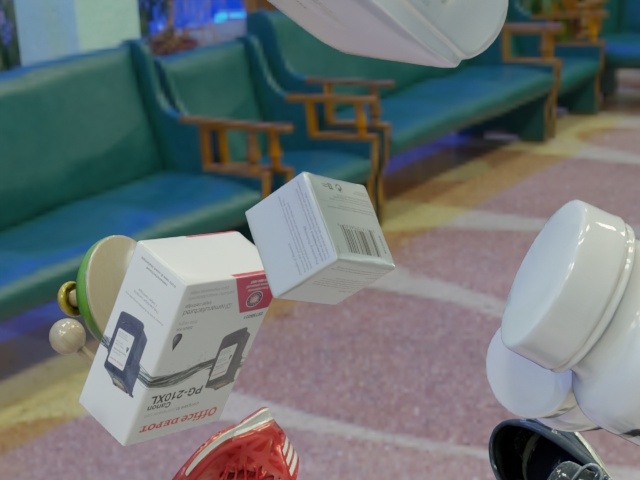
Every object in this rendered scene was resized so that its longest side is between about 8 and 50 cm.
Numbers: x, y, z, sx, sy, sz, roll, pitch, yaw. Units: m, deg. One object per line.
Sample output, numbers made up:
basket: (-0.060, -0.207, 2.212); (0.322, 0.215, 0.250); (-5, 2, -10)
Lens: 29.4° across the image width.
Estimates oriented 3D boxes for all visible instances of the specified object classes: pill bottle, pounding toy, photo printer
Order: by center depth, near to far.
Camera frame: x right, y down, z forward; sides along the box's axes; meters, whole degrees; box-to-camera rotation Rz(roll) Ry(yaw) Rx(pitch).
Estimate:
pill bottle: (0.312, 0.094, 0.963); (0.319, 0.176, 0.176); (26, 17, -6)
pill bottle: (0.255, 0.114, 1.137); (0.124, 0.124, 0.222); (15, 6, 42)
photo printer: (0.005, -0.276, 1.151); (0.256, 0.107, 0.307); (37, -5, -27)
pounding toy: (-0.343, 0.110, 1.864); (0.110, 0.183, 0.236); (-12, 44, 29)

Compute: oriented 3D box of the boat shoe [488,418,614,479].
boat shoe: (0.397, 0.420, 1.830); (0.156, 0.186, 0.500); (22, 15, -25)

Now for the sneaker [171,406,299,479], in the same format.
sneaker: (-0.107, 0.333, 1.760); (0.128, 0.087, 0.221); (47, 42, 12)

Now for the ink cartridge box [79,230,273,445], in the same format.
ink cartridge box: (-0.170, 0.117, 1.482); (0.100, 0.237, 0.172); (38, 27, 30)

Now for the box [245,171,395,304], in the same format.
box: (0.000, 0.000, 1.205); (0.087, 0.102, 0.101); (-34, -25, 30)
